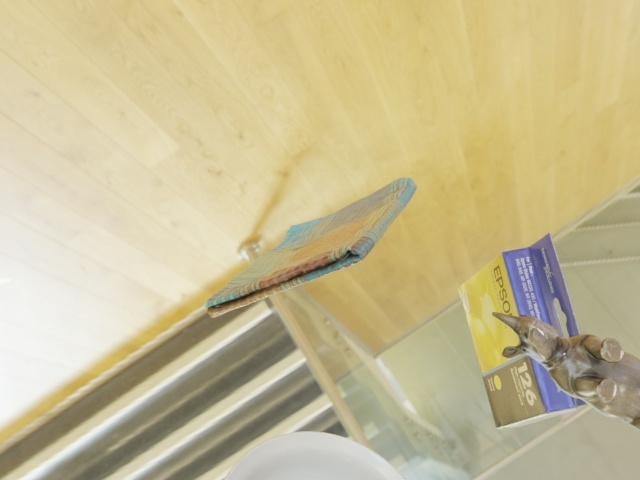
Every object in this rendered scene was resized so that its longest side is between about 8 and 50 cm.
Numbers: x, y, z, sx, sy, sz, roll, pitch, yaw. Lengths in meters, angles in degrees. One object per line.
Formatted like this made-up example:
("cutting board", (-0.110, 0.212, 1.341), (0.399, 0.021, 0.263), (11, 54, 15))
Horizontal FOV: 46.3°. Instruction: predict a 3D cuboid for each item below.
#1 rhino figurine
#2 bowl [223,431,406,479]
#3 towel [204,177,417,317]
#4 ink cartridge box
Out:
("rhino figurine", (0.289, 0.138, 0.801), (0.073, 0.243, 0.106), (-63, -179, -9))
("bowl", (-0.007, 0.420, 1.013), (0.298, 0.298, 0.134), (-15, 140, -34))
("towel", (0.000, 0.000, 1.187), (0.271, 0.040, 0.370), (-23, -171, 24))
("ink cartridge box", (0.371, 0.181, 1.394), (0.072, 0.304, 0.307), (-6, 160, -12))
